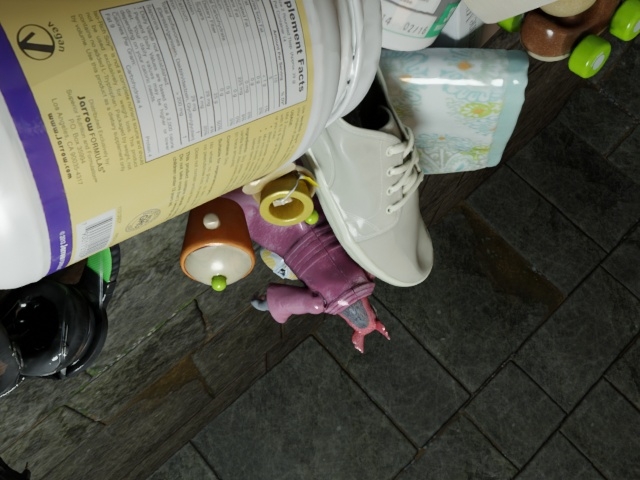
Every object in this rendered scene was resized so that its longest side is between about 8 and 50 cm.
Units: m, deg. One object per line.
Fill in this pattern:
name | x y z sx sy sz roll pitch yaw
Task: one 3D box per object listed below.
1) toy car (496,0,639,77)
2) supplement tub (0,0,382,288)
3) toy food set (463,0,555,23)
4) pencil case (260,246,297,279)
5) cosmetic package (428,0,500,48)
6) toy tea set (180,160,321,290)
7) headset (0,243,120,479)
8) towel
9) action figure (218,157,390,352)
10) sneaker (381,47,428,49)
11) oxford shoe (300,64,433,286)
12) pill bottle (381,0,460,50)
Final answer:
toy car | 0.318 -0.329 0.745 0.149 0.155 0.188 -42 152 -5
supplement tub | -0.137 -0.137 0.447 0.331 0.241 0.241 -31 160 -34
toy food set | 0.251 -0.404 0.606 0.092 0.307 0.219 4 180 -31
pencil case | -0.016 -0.041 1.288 0.273 0.113 0.124 -50 -178 19
cosmetic package | 0.292 -0.486 0.823 0.453 0.161 0.230 -45 165 3
toy tea set | -0.151 -0.050 0.694 0.200 0.124 0.336 -30 139 27
headset | -0.363 0.141 0.732 0.243 0.185 0.394 -13 134 -62
towel | 0.150 -0.199 0.988 0.374 0.320 0.090 56 35 -75
action figure | 0.000 0.000 0.935 0.248 0.370 0.276 -33 168 -21
sneaker | 0.221 -0.374 1.045 0.282 0.099 0.153 -43 162 21
oxford shoe | 0.076 -0.099 0.825 0.449 0.130 0.169 59 43 -33
pill bottle | 0.112 -0.380 0.545 0.204 0.204 0.361 -28 158 -46
